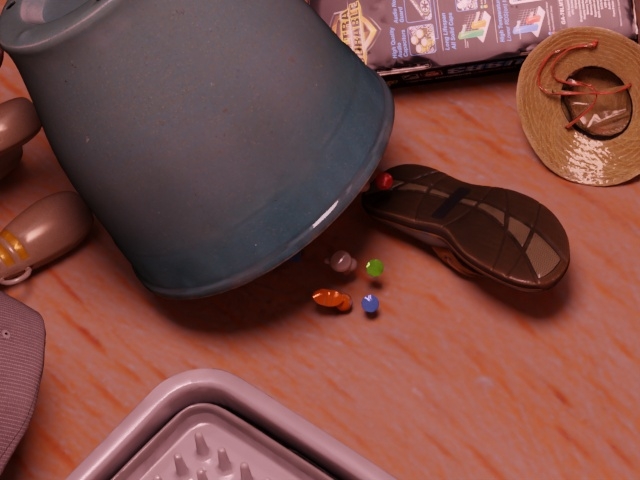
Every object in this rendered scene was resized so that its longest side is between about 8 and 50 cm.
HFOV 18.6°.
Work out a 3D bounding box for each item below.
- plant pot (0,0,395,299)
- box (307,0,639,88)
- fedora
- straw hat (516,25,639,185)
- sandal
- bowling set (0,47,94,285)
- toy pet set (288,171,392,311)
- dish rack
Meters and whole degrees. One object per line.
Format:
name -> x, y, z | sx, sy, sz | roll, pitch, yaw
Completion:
plant pot -> -0.120, -0.136, 1.613 | 0.271, 0.255, 0.272 | -28, 32, 19
box -> 0.127, -0.297, 1.782 | 0.293, 0.073, 0.296 | -8, 82, 9
fedora -> -0.297, 0.135, 1.548 | 0.124, 0.244, 0.275 | 23, 45, -10
straw hat -> 0.246, -0.124, 1.726 | 0.144, 0.144, 0.061 | 8, 13, 14
sandal -> 0.125, -0.003, 1.666 | 0.219, 0.060, 0.090 | 20, 51, 39
bowling set -> -0.344, -0.097, 1.717 | 0.154, 0.200, 0.287 | -35, 52, -23
toy pet set -> 0.000, 0.000, 1.686 | 0.114, 0.065, 0.122 | 8, 79, 1
dish rack -> -0.096, 0.276, 1.473 | 0.285, 0.072, 0.333 | 30, 63, 28
